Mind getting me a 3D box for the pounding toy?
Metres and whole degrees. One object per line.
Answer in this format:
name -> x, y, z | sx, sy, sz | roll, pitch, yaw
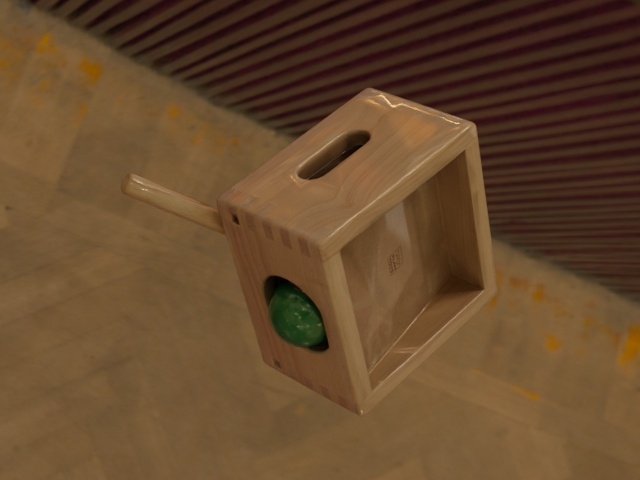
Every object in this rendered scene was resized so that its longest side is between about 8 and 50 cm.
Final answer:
pounding toy -> 0.000, 0.000, 0.607 | 0.141, 0.100, 0.130 | -38, 133, -29
